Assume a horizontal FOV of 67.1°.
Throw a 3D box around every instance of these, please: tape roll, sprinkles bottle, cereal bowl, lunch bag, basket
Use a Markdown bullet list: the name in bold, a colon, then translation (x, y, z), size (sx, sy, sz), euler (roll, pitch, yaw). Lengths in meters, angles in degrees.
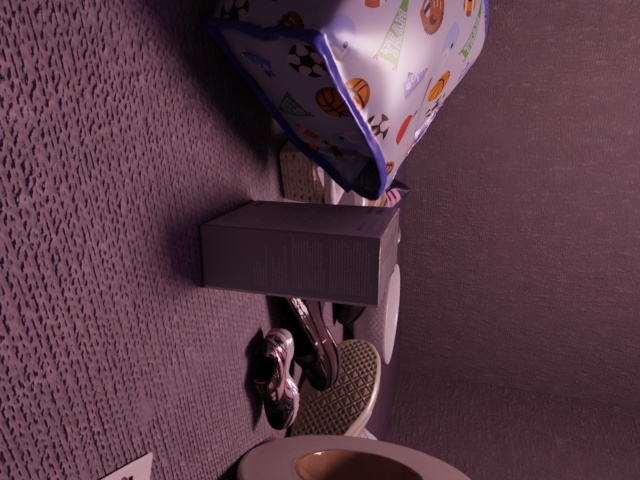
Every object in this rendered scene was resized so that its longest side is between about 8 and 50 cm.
- **tape roll**: translation (0.057, 0.403, 0.764), size (0.392, 0.392, 0.072), euler (26, 69, -74)
- **sprinkles bottle**: translation (0.083, -0.109, 1.220), size (0.355, 0.121, 0.121), euler (-25, 119, -73)
- **cereal bowl**: translation (0.177, 0.239, 1.624), size (0.339, 0.141, 0.339), euler (4, 90, -75)
- **lunch bag**: translation (0.076, -0.275, 0.692), size (0.328, 0.239, 0.385), euler (-57, 144, -7)
- **basket**: translation (-0.003, -0.151, 0.922), size (0.167, 0.103, 0.113), euler (-63, 153, -54)

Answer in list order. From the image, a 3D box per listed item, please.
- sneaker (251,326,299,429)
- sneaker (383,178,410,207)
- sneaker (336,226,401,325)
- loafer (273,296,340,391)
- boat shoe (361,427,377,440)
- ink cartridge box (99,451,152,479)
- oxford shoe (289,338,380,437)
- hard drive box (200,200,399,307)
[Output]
- **sneaker**: translation (-0.088, 0.243, 0.823), size (0.077, 0.072, 0.178), euler (-21, 107, -60)
- **sneaker**: translation (0.195, -0.138, 1.607), size (0.319, 0.112, 0.131), euler (-17, 137, -56)
- **sneaker**: translation (0.085, 0.084, 1.334), size (0.122, 0.146, 0.331), euler (-111, -141, -63)
- **loafer**: translation (-0.037, 0.184, 0.940), size (0.095, 0.109, 0.303), euler (-39, 128, -44)
- **boat shoe**: translation (0.091, 0.632, 1.433), size (0.367, 0.135, 0.156), euler (73, 26, -47)
- **ink cartridge box**: translation (-0.181, 0.322, 0.477), size (0.104, 0.061, 0.181), euler (20, 74, -75)
- **oxford shoe**: translation (0.019, 0.427, 1.059), size (0.130, 0.169, 0.449), euler (70, 35, -50)
- **hard drive box**: translation (-0.018, 0.007, 0.667), size (0.181, 0.232, 0.089), euler (-42, 135, -68)
